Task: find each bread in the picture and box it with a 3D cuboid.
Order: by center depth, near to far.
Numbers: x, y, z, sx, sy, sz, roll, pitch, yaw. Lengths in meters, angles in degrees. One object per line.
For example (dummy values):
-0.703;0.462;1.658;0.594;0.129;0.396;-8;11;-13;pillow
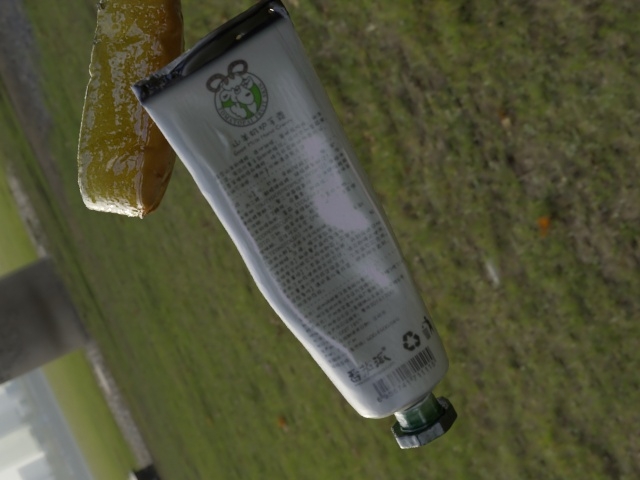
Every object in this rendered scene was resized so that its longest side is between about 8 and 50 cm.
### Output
-0.190;-0.145;1.216;0.102;0.094;0.245;61;-146;-80;bread

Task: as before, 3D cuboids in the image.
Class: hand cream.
0.000;0.000;0.834;0.336;0.121;0.076;60;169;-13;hand cream
